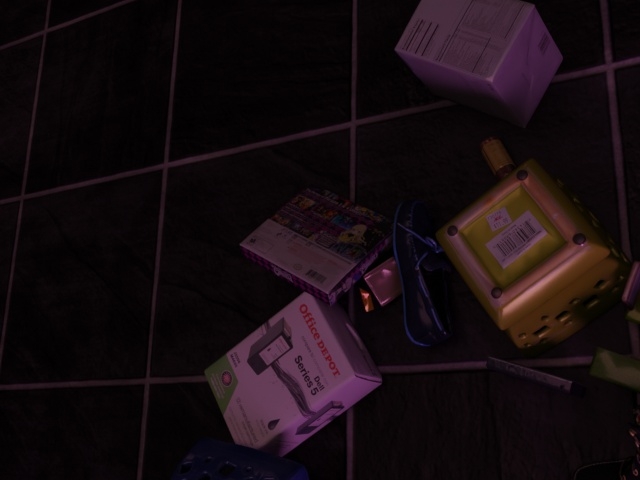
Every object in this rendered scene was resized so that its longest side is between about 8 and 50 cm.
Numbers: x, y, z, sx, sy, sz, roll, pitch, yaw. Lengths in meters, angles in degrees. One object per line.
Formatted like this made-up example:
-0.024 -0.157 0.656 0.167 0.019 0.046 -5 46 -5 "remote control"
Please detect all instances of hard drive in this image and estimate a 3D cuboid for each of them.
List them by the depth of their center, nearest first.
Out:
0.338 0.214 1.216 0.135 0.094 0.022 14 83 34 "hard drive"

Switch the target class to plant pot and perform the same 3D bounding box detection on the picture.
0.330 0.023 1.215 0.228 0.207 0.227 -39 59 15 "plant pot"
-0.155 0.502 1.304 0.235 0.212 0.236 5 115 31 "plant pot"

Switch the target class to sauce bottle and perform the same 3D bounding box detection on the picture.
0.323 -0.124 1.363 0.042 0.042 0.128 -31 63 20 "sauce bottle"

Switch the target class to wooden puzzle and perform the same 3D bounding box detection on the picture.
0.120 0.075 1.407 0.116 0.079 0.014 -26 16 -3 "wooden puzzle"

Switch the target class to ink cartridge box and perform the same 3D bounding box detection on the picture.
-0.053 0.250 1.432 0.273 0.114 0.198 -40 59 15 "ink cartridge box"

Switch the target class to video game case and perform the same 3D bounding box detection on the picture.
0.000 0.000 1.458 0.232 0.042 0.210 26 56 34 "video game case"

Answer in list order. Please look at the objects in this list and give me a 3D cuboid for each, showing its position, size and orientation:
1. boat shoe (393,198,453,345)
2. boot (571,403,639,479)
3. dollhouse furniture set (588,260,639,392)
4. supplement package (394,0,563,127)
0.196 0.051 1.357 0.089 0.109 0.259 -17 80 47 "boat shoe"
0.441 0.293 1.066 0.236 0.179 0.085 -11 35 37 "boot"
0.561 0.152 1.065 0.301 0.151 0.198 18 85 34 "dollhouse furniture set"
0.280 -0.327 1.359 0.203 0.194 0.149 29 91 34 "supplement package"
